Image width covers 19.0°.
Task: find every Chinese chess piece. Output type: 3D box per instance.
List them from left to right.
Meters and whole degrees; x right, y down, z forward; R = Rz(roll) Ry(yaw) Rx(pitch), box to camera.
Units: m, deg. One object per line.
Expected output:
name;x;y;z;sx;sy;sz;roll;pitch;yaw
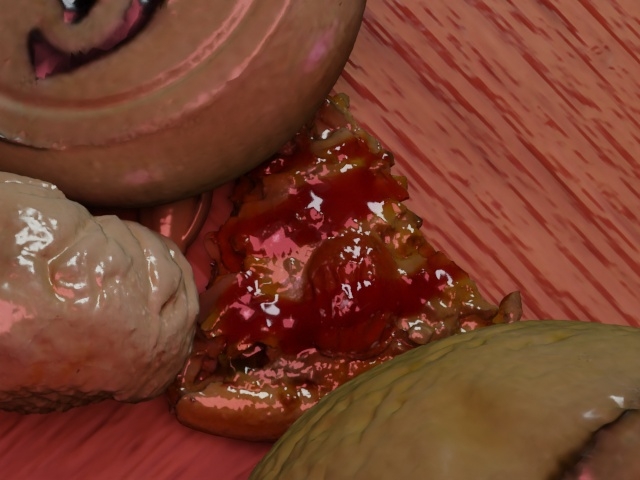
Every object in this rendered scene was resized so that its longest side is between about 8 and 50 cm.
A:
Chinese chess piece;-0.099;-0.139;0.941;0.250;0.101;0.250;-3;76;12

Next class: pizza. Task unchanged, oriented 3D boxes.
pizza;0.000;0.000;0.963;0.188;0.062;0.199;-13;77;-9

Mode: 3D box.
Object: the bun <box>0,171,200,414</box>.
bun;-0.152;0.026;0.891;0.188;0.164;0.111;-3;79;12

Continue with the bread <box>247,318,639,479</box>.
bread;0.099;0.186;0.843;0.321;0.237;0.320;0;91;-16

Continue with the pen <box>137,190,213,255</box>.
pen;-0.072;-0.102;0.994;0.040;0.032;0.233;0;77;11
